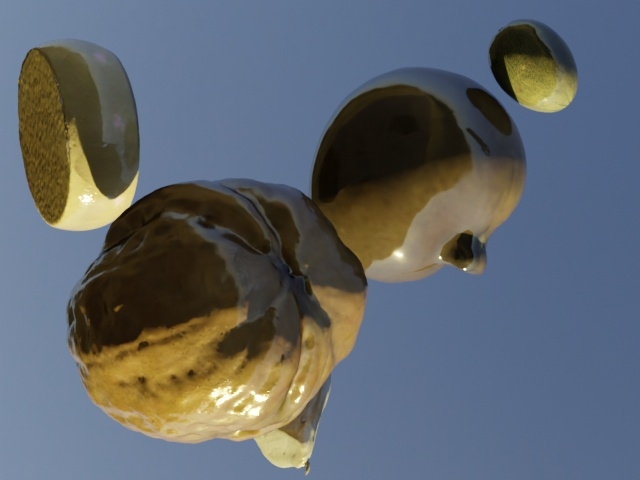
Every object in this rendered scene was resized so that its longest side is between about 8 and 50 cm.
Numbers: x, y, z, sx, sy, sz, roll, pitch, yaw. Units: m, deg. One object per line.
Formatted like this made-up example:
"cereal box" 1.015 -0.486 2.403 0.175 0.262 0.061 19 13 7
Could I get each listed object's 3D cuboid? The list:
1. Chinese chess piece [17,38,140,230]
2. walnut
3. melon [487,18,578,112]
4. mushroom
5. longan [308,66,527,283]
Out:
"Chinese chess piece" -0.318 -0.137 1.375 0.251 0.097 0.251 21 -66 58
"walnut" -0.125 0.084 1.180 0.344 0.306 0.306 -16 -105 48
"melon" 0.271 -0.221 1.339 0.130 0.098 0.098 44 -48 -6
"mushroom" -0.040 0.194 1.433 0.351 0.109 0.097 -88 168 -70
"longan" 0.121 -0.081 1.369 0.300 0.243 0.300 -3 -97 26
